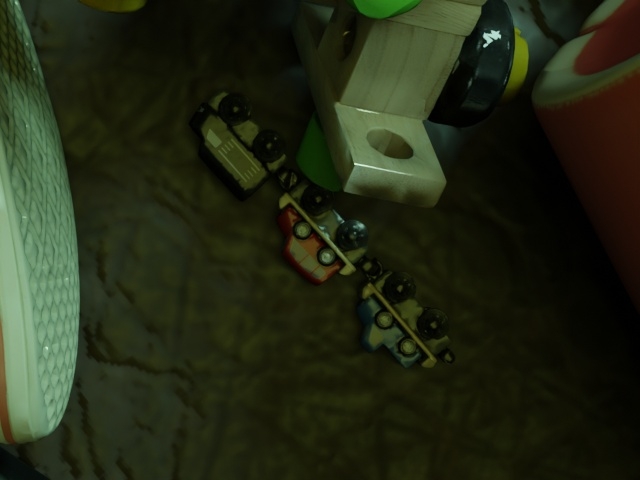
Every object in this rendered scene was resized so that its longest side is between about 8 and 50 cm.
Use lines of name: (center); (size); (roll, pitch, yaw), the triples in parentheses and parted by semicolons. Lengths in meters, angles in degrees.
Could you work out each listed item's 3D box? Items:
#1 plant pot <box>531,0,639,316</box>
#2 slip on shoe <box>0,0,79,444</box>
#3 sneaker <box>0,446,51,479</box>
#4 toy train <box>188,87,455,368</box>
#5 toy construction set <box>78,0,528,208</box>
plant pot: (0.227, -0.019, 0.527); (0.275, 0.275, 0.243); (-42, 99, -8)
slip on shoe: (-0.173, -0.075, 0.562); (0.101, 0.123, 0.331); (-20, 86, 0)
sneaker: (-0.178, 0.141, 0.564); (0.270, 0.090, 0.145); (36, 84, -2)
toy train: (0.000, 0.000, 0.625); (0.036, 0.027, 0.158); (-43, 94, -4)
toy construction set: (-0.030, -0.147, 0.546); (0.257, 0.237, 0.309); (-17, 52, -36)
